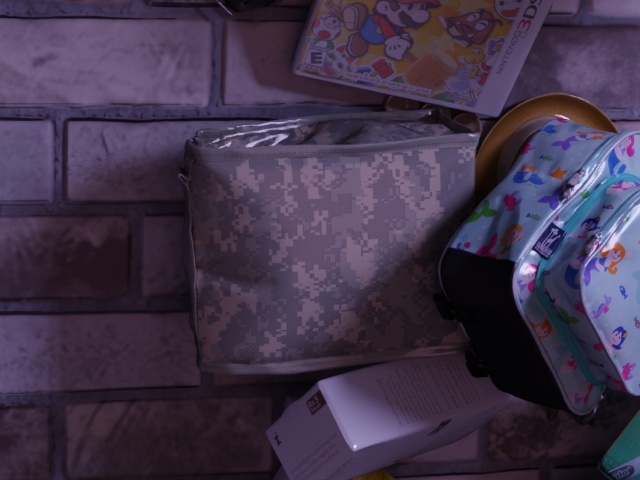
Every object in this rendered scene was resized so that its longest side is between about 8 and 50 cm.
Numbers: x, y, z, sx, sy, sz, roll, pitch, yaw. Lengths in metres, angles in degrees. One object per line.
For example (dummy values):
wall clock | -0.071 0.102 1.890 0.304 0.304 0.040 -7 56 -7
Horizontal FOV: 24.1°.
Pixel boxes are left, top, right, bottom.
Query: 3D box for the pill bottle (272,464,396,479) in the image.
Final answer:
pill bottle | 0.052 0.309 1.608 0.208 0.119 0.119 43 91 -19

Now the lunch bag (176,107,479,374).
lunch bag | 0.000 0.000 1.491 0.287 0.169 0.235 -5 107 -13

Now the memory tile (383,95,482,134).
memory tile | 0.123 -0.146 1.568 0.113 0.012 0.148 17 99 -16

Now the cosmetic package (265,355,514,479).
cosmetic package | 0.073 0.176 1.526 0.231 0.117 0.085 -14 68 -39

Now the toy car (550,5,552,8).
toy car | 0.172 -0.311 1.517 0.239 0.053 0.225 -35 109 -3

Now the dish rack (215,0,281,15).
dish rack | -0.098 -0.339 1.401 0.208 0.074 0.271 -37 113 24

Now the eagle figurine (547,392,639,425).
eagle figurine | 0.400 0.098 1.607 0.298 0.226 0.225 -8 85 -7

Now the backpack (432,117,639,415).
backpack | 0.254 0.013 1.442 0.253 0.191 0.225 -56 134 -28

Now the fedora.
fedora | 0.254 -0.056 1.587 0.194 0.079 0.194 -3 104 -13

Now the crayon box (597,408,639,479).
crayon box | 0.412 0.158 1.488 0.278 0.081 0.165 -52 142 1

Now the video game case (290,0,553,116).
video game case | 0.107 -0.227 1.474 0.227 0.026 0.206 11 129 -14
